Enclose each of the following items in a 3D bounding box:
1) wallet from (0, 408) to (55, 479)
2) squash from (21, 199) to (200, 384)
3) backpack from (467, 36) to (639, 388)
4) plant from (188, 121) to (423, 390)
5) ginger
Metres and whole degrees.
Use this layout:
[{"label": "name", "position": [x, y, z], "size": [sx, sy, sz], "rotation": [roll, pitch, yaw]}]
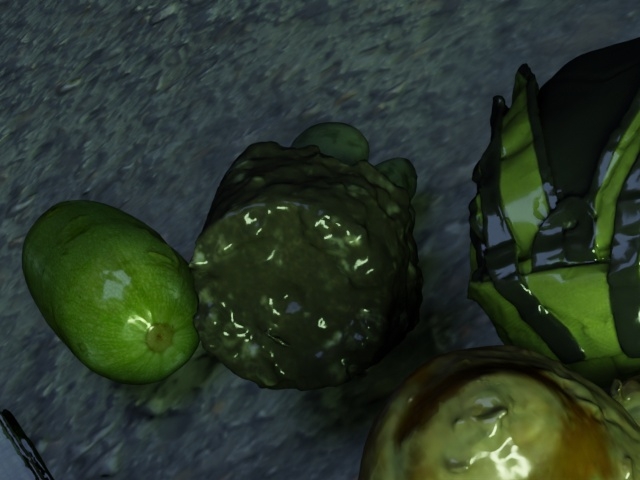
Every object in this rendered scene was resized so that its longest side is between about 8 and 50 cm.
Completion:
[{"label": "wallet", "position": [-0.302, 0.263, 1.034], "size": [0.317, 0.044, 0.169], "rotation": [-40, 57, 0]}, {"label": "squash", "position": [-0.186, 0.023, 1.269], "size": [0.118, 0.118, 0.370], "rotation": [-41, 25, -7]}, {"label": "backpack", "position": [0.182, -0.031, 0.873], "size": [0.207, 0.140, 0.253], "rotation": [-18, 28, 38]}, {"label": "plant", "position": [0.002, 0.001, 1.052], "size": [0.146, 0.149, 0.274], "rotation": [11, 17, 2]}, {"label": "ginger", "position": [0.035, 0.166, 0.680], "size": [0.375, 0.256, 0.176], "rotation": [-32, 52, -22]}]
